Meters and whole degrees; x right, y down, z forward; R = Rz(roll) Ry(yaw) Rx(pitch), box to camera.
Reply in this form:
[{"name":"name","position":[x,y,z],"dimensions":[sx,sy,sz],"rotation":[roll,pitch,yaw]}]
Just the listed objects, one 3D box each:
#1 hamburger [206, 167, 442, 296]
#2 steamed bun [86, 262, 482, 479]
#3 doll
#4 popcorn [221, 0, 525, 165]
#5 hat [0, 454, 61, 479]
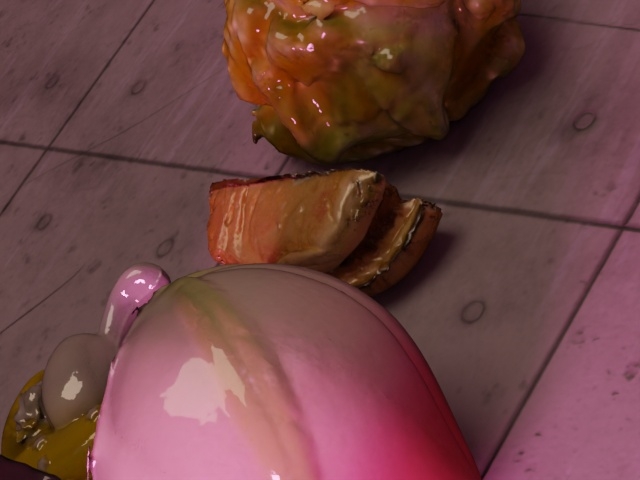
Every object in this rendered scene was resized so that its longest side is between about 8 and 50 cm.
[{"name":"hamburger","position":[0.000,0.000,1.583],"dimensions":[0.262,0.124,0.131],"rotation":[-4,70,49]},{"name":"steamed bun","position":[-0.010,0.169,1.281],"dimensions":[0.309,0.309,0.309],"rotation":[-27,38,24]},{"name":"doll","position":[-0.240,0.172,1.648],"dimensions":[0.237,0.111,0.252],"rotation":[-40,33,34]},{"name":"popcorn","position":[0.037,-0.222,1.635],"dimensions":[0.335,0.279,0.274],"rotation":[-16,62,18]},{"name":"hat","position":[-0.358,0.374,1.361],"dimensions":[0.257,0.366,0.381],"rotation":[-43,33,39]}]
